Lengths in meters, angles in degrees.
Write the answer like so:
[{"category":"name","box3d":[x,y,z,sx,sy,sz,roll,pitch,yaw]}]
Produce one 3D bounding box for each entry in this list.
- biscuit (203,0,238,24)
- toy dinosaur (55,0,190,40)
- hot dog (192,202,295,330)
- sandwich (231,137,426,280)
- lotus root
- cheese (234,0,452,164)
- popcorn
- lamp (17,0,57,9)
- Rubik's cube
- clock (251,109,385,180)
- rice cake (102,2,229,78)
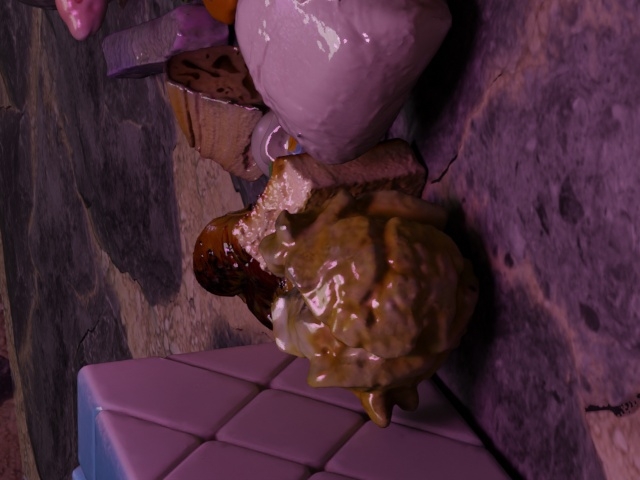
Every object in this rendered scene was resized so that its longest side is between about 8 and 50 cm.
[{"category":"biscuit","box3d":[-0.113,-0.329,2.083,0.170,0.050,0.170,175,90,-70]},{"category":"toy dinosaur","box3d":[-0.240,-0.332,2.248,0.152,0.177,0.194,161,104,-69]},{"category":"hot dog","box3d":[-0.049,0.039,1.908,0.162,0.082,0.270,46,164,-9]},{"category":"sandwich","box3d":[0.000,0.000,1.711,0.193,0.162,0.058,102,150,-43]},{"category":"lotus root","box3d":[-0.096,-0.149,2.051,0.159,0.095,0.135,31,144,14]},{"category":"cheese","box3d":[0.018,-0.186,1.606,0.189,0.154,0.198,51,137,17]},{"category":"popcorn","box3d":[0.044,0.053,1.600,0.187,0.167,0.185,97,152,-42]},{"category":"lamp","box3d":[-0.368,-0.438,2.479,0.233,0.265,0.233,-43,23,24]},{"category":"Rubik's cube","box3d":[-0.032,0.295,1.660,0.322,0.319,0.316,-128,36,-57]},{"category":"clock","box3d":[-0.008,-0.116,1.786,0.144,0.103,0.231,-116,29,-46]},{"category":"rice cake","box3d":[-0.197,-0.244,2.313,0.399,0.070,0.064,180,88,-69]}]
